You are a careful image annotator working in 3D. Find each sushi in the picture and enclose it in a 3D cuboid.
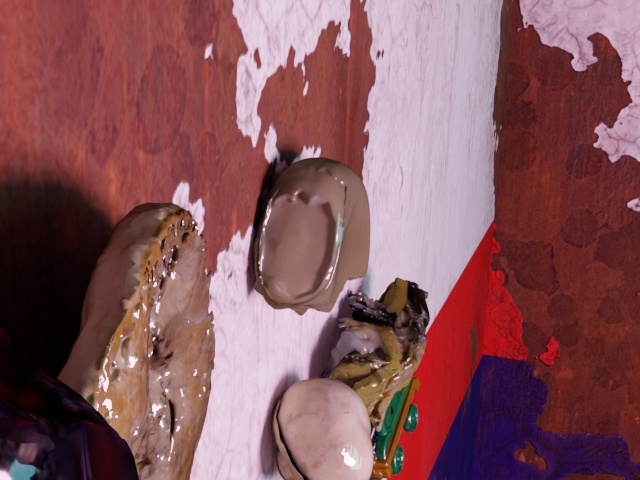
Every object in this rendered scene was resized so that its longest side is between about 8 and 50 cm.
[{"bbox_3d":[0.072,0.156,1.470,0.291,0.131,0.139,-63,179,-64],"label":"sushi"}]

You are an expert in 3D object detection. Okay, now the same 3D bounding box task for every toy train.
[{"bbox_3d":[0.078,0.256,1.583,0.228,0.091,0.136,-63,144,-46],"label":"toy train"}]

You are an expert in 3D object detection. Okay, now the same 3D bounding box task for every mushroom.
[{"bbox_3d":[0.001,0.236,1.271,0.154,0.122,0.154,50,18,-23],"label":"mushroom"}]

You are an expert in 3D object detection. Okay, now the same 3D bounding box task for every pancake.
[{"bbox_3d":[-0.138,0.154,0.723,0.387,0.082,0.387,9,90,-89],"label":"pancake"}]

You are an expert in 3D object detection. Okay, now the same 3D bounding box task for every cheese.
[{"bbox_3d":[0.000,0.000,1.191,0.202,0.091,0.176,32,68,-72],"label":"cheese"}]

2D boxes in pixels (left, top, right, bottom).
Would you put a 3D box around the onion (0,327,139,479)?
[{"bbox_3d":[-0.189,0.134,0.416,0.281,0.221,0.281,58,19,-34],"label":"onion"}]
